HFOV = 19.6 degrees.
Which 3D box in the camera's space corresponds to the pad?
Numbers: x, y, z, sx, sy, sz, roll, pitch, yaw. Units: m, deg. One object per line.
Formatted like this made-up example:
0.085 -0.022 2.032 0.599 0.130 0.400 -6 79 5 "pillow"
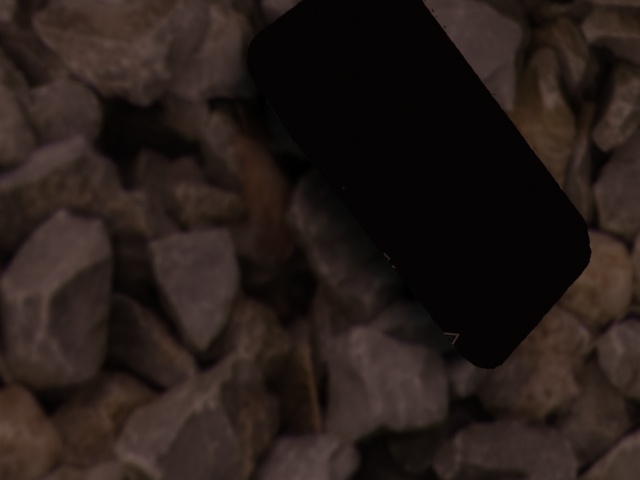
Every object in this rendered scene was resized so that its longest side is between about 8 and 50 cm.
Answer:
0.009 -0.003 1.114 0.323 0.055 0.250 -40 98 -23 "pad"
